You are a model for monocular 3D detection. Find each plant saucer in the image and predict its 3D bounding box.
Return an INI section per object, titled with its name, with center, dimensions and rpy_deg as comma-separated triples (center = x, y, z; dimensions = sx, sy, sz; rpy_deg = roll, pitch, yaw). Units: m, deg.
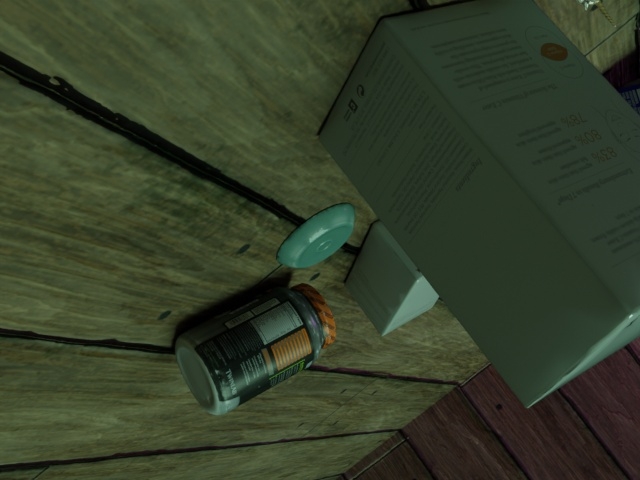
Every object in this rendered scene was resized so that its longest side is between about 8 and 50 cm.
[plant saucer]
center = 0.000, 0.000, 1.173
dimensions = 0.119, 0.021, 0.119
rpy_deg = -32, 160, -13

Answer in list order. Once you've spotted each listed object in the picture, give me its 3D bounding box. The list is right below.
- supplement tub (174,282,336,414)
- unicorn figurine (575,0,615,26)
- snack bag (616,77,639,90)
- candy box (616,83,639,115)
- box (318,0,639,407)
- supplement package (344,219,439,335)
[supplement tub]
center = -0.081, 0.134, 1.202
dimensions = 0.190, 0.117, 0.117
rpy_deg = -26, 158, -28
[unicorn figurine]
center = 0.261, -0.283, 0.927
dimensions = 0.162, 0.060, 0.111
rpy_deg = -2, 144, -32
[snack bag]
center = 0.675, -0.282, 1.439
dimensions = 0.342, 0.037, 0.323
rpy_deg = -18, 176, 42
[candy box]
center = 0.536, -0.154, 1.411
dimensions = 0.317, 0.122, 0.268
rpy_deg = -13, 164, 11
[box]
center = 0.198, -0.053, 0.899
dimensions = 0.215, 0.345, 0.168
rpy_deg = -20, 155, -37
[supplement package]
center = 0.122, 0.040, 1.346
dimensions = 0.105, 0.105, 0.179
rpy_deg = -26, 159, -26
